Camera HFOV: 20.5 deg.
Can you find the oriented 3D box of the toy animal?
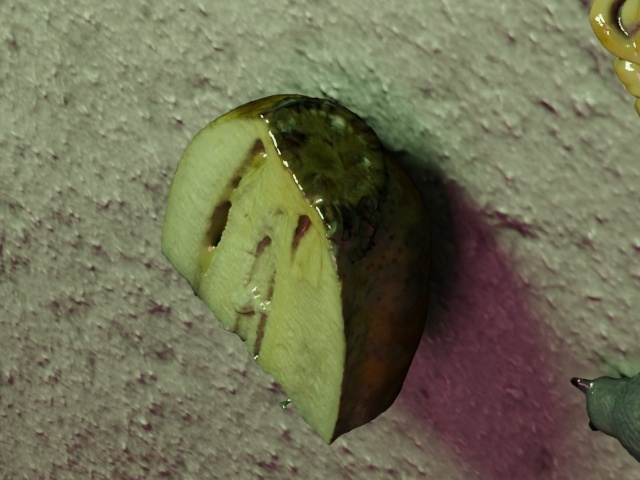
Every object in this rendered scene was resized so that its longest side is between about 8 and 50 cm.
[{"bbox_3d":[0.279,0.163,1.397,0.210,0.117,0.121,-2,126,45],"label":"toy animal"}]

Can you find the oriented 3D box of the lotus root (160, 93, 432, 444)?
[{"bbox_3d":[-0.005,-0.016,1.523,0.267,0.149,0.260,46,144,28],"label":"lotus root"}]

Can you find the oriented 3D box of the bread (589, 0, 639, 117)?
[{"bbox_3d":[0.285,-0.095,1.200,0.134,0.081,0.225,-19,104,46],"label":"bread"}]
